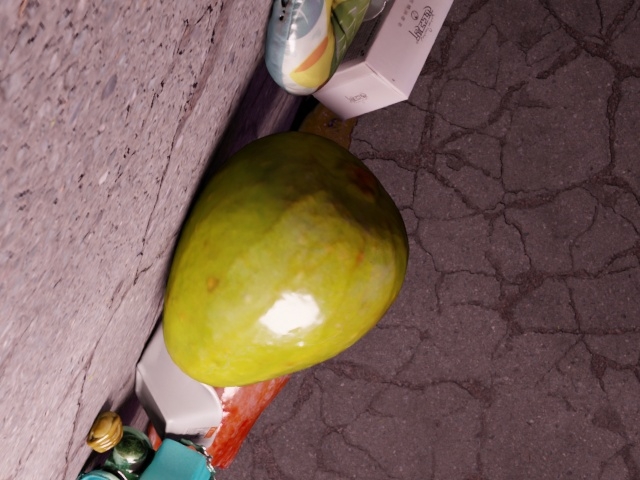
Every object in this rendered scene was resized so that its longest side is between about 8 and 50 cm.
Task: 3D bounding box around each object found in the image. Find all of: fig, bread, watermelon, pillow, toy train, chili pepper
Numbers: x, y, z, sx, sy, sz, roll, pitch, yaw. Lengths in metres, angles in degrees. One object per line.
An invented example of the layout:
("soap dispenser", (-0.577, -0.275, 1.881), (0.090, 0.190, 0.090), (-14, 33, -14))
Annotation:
("fig", (-0.052, 0.039, 1.020), (0.326, 0.258, 0.258), (-51, -176, 16))
("bread", (-0.258, 0.234, 1.050), (0.049, 0.034, 0.088), (-58, 178, -22))
("watermelon", (0.010, -0.223, 1.778), (0.123, 0.129, 0.301), (-69, 178, -56))
("pillow", (0.001, -0.275, 0.968), (0.214, 0.086, 0.233), (96, 19, -56))
("toy train", (-0.239, 0.346, 1.155), (0.112, 0.163, 0.203), (-62, 178, -55))
("chili pepper", (-0.191, 0.309, 1.662), (0.305, 0.229, 0.251), (-66, -163, 1))

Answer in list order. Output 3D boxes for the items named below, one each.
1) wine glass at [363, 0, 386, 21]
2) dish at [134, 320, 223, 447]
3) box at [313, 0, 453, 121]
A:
("wine glass", (0.085, -0.425, 1.401), (0.202, 0.093, 0.093), (-64, 179, -54))
("dish", (-0.200, 0.200, 1.167), (0.064, 0.154, 0.234), (-25, 161, -24))
("box", (0.112, -0.372, 1.572), (0.203, 0.116, 0.274), (-7, -127, 57))
